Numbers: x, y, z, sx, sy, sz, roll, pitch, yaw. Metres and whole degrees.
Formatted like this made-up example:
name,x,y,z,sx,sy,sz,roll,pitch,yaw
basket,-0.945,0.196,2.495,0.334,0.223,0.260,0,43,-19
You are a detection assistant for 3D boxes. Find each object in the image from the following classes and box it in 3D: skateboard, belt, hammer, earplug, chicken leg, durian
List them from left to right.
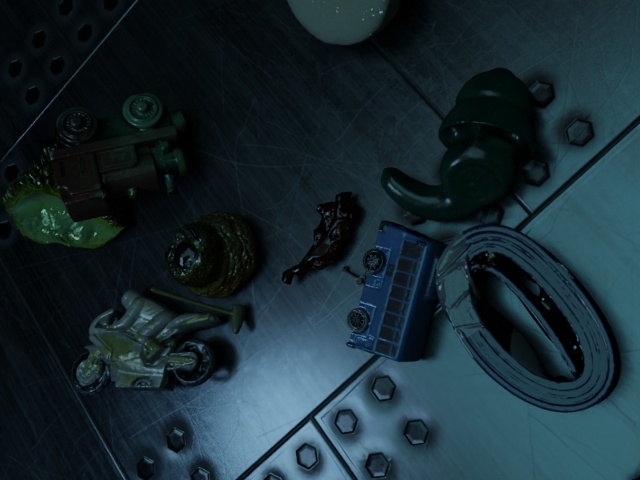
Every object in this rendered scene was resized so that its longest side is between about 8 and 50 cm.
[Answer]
name,x,y,z,sx,sy,sz,roll,pitch,yaw
durian,-0.594,-0.094,1.901,0.394,0.163,0.198,-1,122,31
hammer,-0.247,0.135,1.653,0.195,0.028,0.060,17,56,-7
chicken leg,0.006,0.001,1.599,0.089,0.048,0.219,31,98,29
skateboard,0.081,0.037,1.570,0.064,0.032,0.083,35,103,36
earplug,0.261,-0.168,1.458,0.257,0.164,0.280,4,71,63
belt,0.343,0.130,1.378,0.212,0.117,0.347,-43,69,14

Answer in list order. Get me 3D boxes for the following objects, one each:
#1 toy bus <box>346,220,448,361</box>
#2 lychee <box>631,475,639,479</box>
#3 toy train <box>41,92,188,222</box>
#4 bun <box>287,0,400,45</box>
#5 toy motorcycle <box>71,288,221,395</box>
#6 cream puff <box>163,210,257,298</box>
name,x,y,z,sx,sy,sz,roll,pitch,yaw
toy bus,0.143,0.092,1.482,0.133,0.116,0.234,16,92,30
lychee,0.507,0.450,1.222,0.194,0.194,0.194,-3,82,26
toy train,-0.415,-0.174,1.727,0.304,0.150,0.222,-15,70,-10
bun,0.066,-0.517,1.579,0.263,0.175,0.263,24,132,30
toy motorcycle,-0.365,0.207,1.726,0.340,0.108,0.223,-5,71,20
cream puff,-0.235,0.022,1.649,0.183,0.169,0.183,-4,82,28
